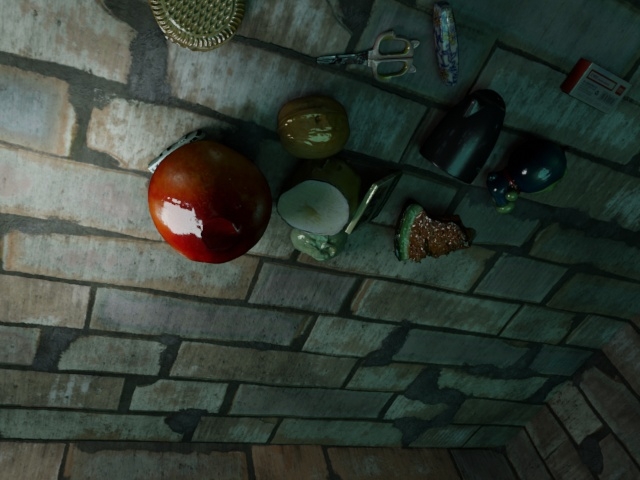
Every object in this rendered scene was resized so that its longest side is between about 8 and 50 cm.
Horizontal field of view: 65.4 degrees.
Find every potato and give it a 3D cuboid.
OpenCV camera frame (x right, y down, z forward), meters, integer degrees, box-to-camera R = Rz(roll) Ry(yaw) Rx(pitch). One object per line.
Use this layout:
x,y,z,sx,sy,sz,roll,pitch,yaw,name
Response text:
0.007,-0.163,1.672,0.246,0.196,0.300,42,139,-19,potato

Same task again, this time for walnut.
-0.021,-0.343,1.510,0.226,0.193,0.193,2,127,-9,walnut

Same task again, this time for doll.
0.742,-0.242,1.800,0.322,0.198,0.186,-36,116,25,doll

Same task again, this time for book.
0.189,-0.137,1.718,0.027,0.264,0.201,35,119,13,book

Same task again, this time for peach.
-0.317,-0.106,1.484,0.389,0.388,0.388,-8,129,-10,peach

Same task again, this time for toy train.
-0.441,-0.278,1.537,0.208,0.043,0.047,-33,125,11,toy train

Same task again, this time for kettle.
0.505,-0.358,1.664,0.268,0.207,0.290,3,123,-55,kettle

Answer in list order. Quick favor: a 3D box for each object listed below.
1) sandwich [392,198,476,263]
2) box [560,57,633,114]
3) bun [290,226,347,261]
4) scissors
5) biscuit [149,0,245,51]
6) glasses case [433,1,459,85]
0.437,-0.036,1.899,0.302,0.162,0.250,9,116,15,sandwich
0.951,-0.529,1.720,0.230,0.050,0.122,14,121,-24,box
0.000,0.000,1.829,0.213,0.126,0.203,-8,127,-9,bun
0.144,-0.546,1.499,0.318,0.024,0.160,-7,129,-10,scissors
-0.316,-0.615,1.282,0.260,0.079,0.259,-8,129,-11,biscuit
0.377,-0.584,1.493,0.065,0.086,0.247,-16,130,2,glasses case
